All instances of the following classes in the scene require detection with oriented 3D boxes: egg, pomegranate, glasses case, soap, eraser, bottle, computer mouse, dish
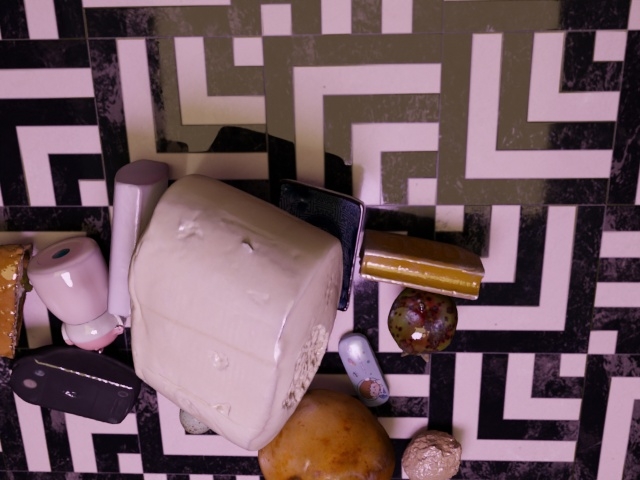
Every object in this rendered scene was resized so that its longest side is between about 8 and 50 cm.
[{"bbox_3d":[0.246,0.477,1.609,0.140,0.118,0.116,-34,88,6],"label":"egg"},{"bbox_3d":[0.194,0.166,1.458,0.148,0.148,0.169,22,141,-5],"label":"pomegranate"},{"bbox_3d":[0.094,0.280,1.580,0.067,0.045,0.178,-20,109,11],"label":"glasses case"},{"bbox_3d":[0.193,0.045,1.434,0.232,0.140,0.073,10,111,0],"label":"soap"},{"bbox_3d":[-0.356,-0.007,1.430,0.095,0.174,0.270,10,111,-2],"label":"eraser"},{"bbox_3d":[-0.490,0.124,1.511,0.147,0.147,0.236,-11,118,8],"label":"bottle"},{"bbox_3d":[0.012,0.456,1.520,0.307,0.307,0.307,1,111,3],"label":"pomegranate"},{"bbox_3d":[-0.524,0.298,1.591,0.269,0.100,0.170,20,131,-14],"label":"computer mouse"},{"bbox_3d":[0.000,0.000,1.448,0.182,0.080,0.243,17,116,18],"label":"dish"},{"bbox_3d":[-0.266,0.374,1.617,0.085,0.085,0.110,17,106,-3],"label":"egg"}]

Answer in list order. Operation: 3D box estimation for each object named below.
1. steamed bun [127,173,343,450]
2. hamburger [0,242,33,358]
[{"bbox_3d":[-0.154,0.119,1.360,0.371,0.290,0.456,28,122,17],"label":"steamed bun"},{"bbox_3d":[-0.665,0.116,1.510,0.131,0.124,0.262,10,111,-18],"label":"hamburger"}]
